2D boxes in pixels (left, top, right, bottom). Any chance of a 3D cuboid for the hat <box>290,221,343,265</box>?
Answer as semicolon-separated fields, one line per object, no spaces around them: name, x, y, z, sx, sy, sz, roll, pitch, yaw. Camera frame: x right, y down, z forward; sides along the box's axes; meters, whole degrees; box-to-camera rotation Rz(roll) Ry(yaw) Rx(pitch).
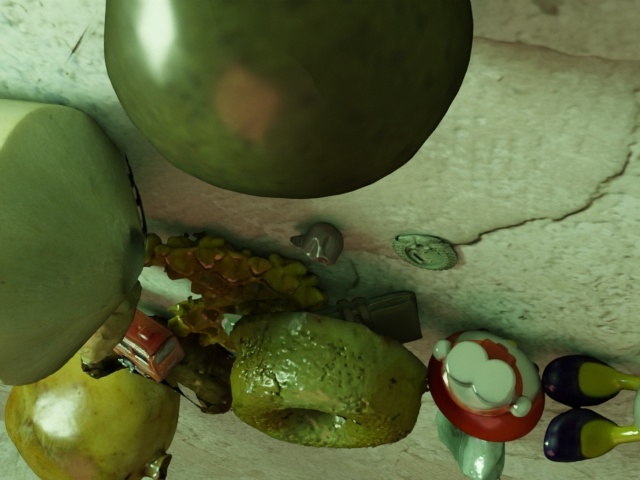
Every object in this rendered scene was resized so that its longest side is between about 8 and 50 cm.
hat;0.001;-0.002;1.088;0.058;0.042;0.087;29;-173;-9

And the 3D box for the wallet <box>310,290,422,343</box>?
wallet;0.051;0.109;1.220;0.152;0.039;0.118;-12;147;2

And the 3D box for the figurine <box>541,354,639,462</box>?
figurine;0.453;0.198;1.083;0.193;0.154;0.420;28;155;-34

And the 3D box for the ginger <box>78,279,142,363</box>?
ginger;-0.299;0.070;1.242;0.115;0.193;0.123;15;113;-22

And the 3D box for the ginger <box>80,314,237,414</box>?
ginger;-0.235;0.199;1.549;0.133;0.107;0.309;-38;131;21

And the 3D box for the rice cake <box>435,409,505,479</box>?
rice cake;0.218;0.292;1.397;0.063;0.066;0.336;8;176;0

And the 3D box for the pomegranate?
pomegranate;-0.390;0.296;1.646;0.307;0.307;0.307;14;155;6

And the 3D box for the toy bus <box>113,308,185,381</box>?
toy bus;-0.303;0.116;1.396;0.234;0.073;0.096;31;152;22

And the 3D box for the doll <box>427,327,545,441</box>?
doll;0.210;0.185;1.225;0.161;0.130;0.290;32;175;18

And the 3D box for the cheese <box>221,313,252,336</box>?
cheese;-0.089;0.126;1.261;0.067;0.026;0.121;-1;149;27

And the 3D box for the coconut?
coconut;-0.331;-0.006;0.990;0.322;0.323;0.323;14;155;6

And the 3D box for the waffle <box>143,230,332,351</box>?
waffle;-0.104;0.073;1.271;0.259;0.069;0.293;9;153;8

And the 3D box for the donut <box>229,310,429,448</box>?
donut;0.004;0.191;1.194;0.272;0.107;0.272;10;153;5

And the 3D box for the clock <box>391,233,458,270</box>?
clock;0.117;0.014;1.073;0.074;0.010;0.083;4;153;25

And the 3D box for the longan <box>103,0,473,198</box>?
longan;-0.017;-0.138;0.617;0.246;0.215;0.246;-22;152;-13
